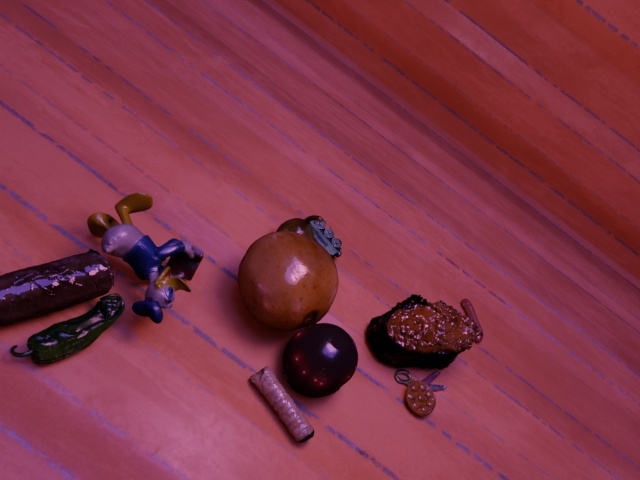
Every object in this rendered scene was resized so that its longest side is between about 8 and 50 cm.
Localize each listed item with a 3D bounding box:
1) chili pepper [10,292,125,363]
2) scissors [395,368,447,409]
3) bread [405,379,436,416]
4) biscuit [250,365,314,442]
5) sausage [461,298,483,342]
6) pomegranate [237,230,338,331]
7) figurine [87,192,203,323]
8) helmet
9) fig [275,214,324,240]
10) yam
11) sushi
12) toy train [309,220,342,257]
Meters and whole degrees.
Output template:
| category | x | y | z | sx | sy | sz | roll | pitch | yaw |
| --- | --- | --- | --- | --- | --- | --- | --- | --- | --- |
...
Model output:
| category | x | y | z | sx | sy | sz | roll | pitch | yaw |
| --- | --- | --- | --- | --- | --- | --- | --- | --- | --- |
| chili pepper | -0.564 | 0.205 | 1.130 | 0.100 | 0.074 | 0.257 | 43 | 36 | 10 |
| scissors | 0.328 | 0.464 | 1.577 | 0.187 | 0.020 | 0.133 | -3 | 57 | -34 |
| bread | 0.309 | 0.485 | 1.515 | 0.110 | 0.024 | 0.110 | 17 | 48 | -20 |
| biscuit | -0.098 | 0.427 | 1.274 | 0.061 | 0.055 | 0.219 | -34 | 75 | -18 |
| sausage | 0.589 | 0.308 | 1.899 | 0.043 | 0.043 | 0.186 | 13 | 46 | -27 |
| pomegranate | -0.092 | 0.120 | 1.399 | 0.308 | 0.307 | 0.307 | 20 | 43 | -20 |
| figurine | -0.436 | 0.075 | 1.274 | 0.284 | 0.205 | 0.338 | 22 | 38 | -46 |
| helmet | -0.003 | 0.326 | 1.351 | 0.216 | 0.193 | 0.189 | -30 | 66 | -3 |
| fig | -0.061 | -0.029 | 1.579 | 0.149 | 0.245 | 0.149 | 16 | 52 | -22 |
| yam | -0.633 | 0.112 | 1.121 | 0.280 | 0.131 | 0.131 | -20 | 66 | -43 |
| sushi | 0.322 | 0.287 | 1.600 | 0.349 | 0.207 | 0.234 | 4 | 55 | -27 |
| toy train | 0.000 | 0.000 | 1.734 | 0.111 | 0.071 | 0.170 | -28 | 72 | -40 |
